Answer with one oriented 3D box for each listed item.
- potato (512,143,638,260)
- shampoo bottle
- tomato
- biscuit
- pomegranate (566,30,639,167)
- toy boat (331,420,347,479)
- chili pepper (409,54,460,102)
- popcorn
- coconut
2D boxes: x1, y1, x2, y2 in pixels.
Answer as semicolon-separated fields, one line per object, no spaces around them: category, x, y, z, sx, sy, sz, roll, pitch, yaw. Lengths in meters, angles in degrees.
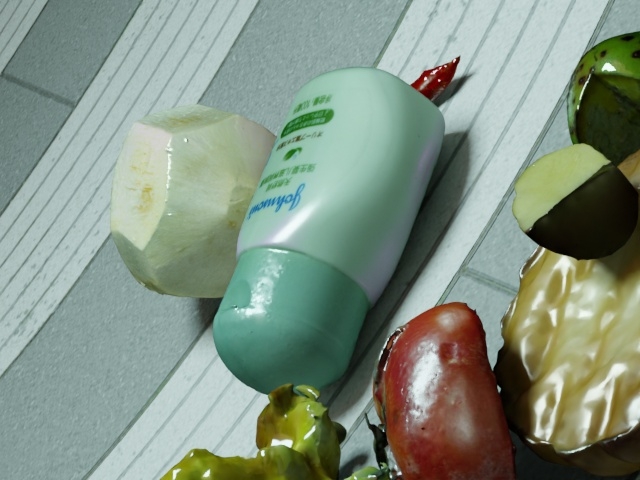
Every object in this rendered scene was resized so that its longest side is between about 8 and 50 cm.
potato;0.212;-0.033;1.649;0.096;0.066;0.103;-34;23;11
shampoo bottle;0.000;0.000;2.058;0.222;0.151;0.349;-11;51;50
tomato;0.089;0.173;1.673;0.228;0.101;0.228;172;90;-80
biscuit;0.280;0.053;1.612;0.326;0.107;0.326;-37;30;26
pomegranate;0.297;-0.131;1.741;0.169;0.143;0.122;-47;21;41
toy boat;-0.011;0.256;1.872;0.077;0.075;0.185;-36;29;37
chili pepper;0.063;-0.138;2.225;0.268;0.059;0.050;-25;78;39
popcorn;-0.048;0.291;1.632;0.325;0.290;0.321;-25;-1;29
coconut;-0.133;-0.041;2.263;0.237;0.197;0.237;-34;44;41
